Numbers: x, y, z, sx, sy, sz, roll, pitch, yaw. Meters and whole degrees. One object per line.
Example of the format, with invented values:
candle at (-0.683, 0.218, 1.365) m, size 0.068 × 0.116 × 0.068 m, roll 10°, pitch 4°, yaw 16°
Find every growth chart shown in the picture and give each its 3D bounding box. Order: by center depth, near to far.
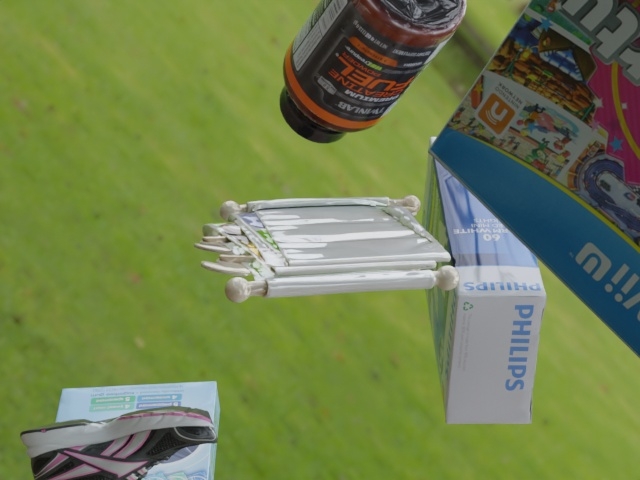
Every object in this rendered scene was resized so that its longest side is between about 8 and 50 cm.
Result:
growth chart at (0.000, 0.000, 1.204) m, size 0.237 × 0.172 × 0.021 m, roll -113°, pitch -157°, yaw -74°

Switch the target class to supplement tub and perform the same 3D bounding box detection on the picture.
supplement tub at (0.035, -0.160, 1.497) m, size 0.106 × 0.198 × 0.106 m, roll 12°, pitch 57°, yaw -20°

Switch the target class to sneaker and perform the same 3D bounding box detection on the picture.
sneaker at (-0.176, 0.195, 1.618) m, size 0.072 × 0.178 × 0.077 m, roll -9°, pitch 90°, yaw -81°

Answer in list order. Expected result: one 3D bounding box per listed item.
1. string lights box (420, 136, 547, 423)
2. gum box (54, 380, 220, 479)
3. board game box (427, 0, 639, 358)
string lights box at (0.138, 0.029, 1.561) m, size 0.260 × 0.076 × 0.133 m, roll -94°, pitch -175°, yaw -58°
gum box at (-0.179, 0.206, 1.712) m, size 0.184 × 0.157 × 0.041 m, roll -89°, pitch 175°, yaw -57°
board game box at (0.218, -0.081, 0.730) m, size 0.224 × 0.303 × 0.097 m, roll 46°, pitch 32°, yaw 21°
